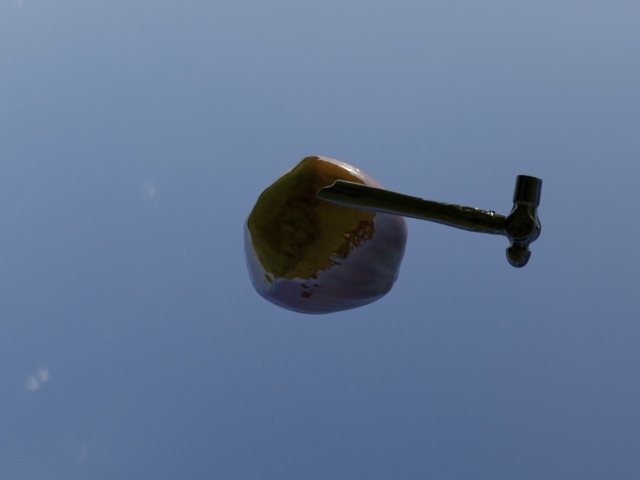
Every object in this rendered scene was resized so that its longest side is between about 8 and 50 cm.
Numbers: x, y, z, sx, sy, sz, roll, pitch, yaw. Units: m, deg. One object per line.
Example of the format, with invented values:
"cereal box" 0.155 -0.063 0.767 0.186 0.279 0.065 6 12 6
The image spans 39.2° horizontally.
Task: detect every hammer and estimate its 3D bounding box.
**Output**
"hammer" 0.077 -0.027 0.663 0.178 0.021 0.065 12 -92 31

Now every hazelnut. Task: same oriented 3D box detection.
"hazelnut" 0.001 0.006 1.122 0.210 0.186 0.210 7 -77 31
